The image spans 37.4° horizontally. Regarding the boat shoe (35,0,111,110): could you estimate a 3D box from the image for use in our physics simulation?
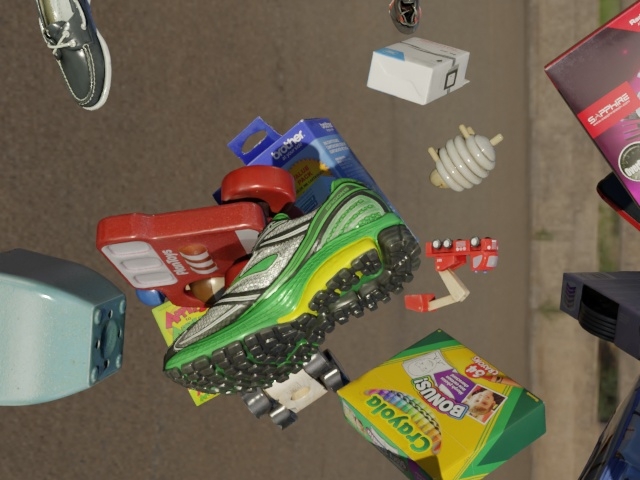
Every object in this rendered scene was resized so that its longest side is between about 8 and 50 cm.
[{"bbox_3d":[-0.460,-0.384,1.705,0.091,0.114,0.303,-7,79,-61],"label":"boat shoe"}]

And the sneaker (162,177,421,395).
[{"bbox_3d":[-0.047,0.063,1.123,0.134,0.343,0.146,41,16,-52],"label":"sneaker"}]

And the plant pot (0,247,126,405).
[{"bbox_3d":[-0.492,0.162,1.698,0.247,0.252,0.248,-29,125,-77],"label":"plant pot"}]

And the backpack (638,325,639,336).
[{"bbox_3d":[0.411,0.236,0.709,0.290,0.273,0.356,26,59,-24],"label":"backpack"}]

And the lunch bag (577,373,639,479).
[{"bbox_3d":[0.377,0.283,1.139,0.303,0.115,0.243,-46,160,-35],"label":"lunch bag"}]

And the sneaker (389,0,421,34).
[{"bbox_3d":[0.157,-0.420,1.756,0.158,0.061,0.065,71,17,-67],"label":"sneaker"}]

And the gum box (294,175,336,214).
[{"bbox_3d":[0.000,0.000,1.746,0.041,0.157,0.184,2,56,-44],"label":"gum box"}]

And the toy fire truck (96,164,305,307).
[{"bbox_3d":[-0.146,0.028,1.297,0.302,0.253,0.170,73,12,-67],"label":"toy fire truck"}]

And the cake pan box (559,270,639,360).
[{"bbox_3d":[0.511,0.104,1.367,0.246,0.266,0.070,-140,-129,-73],"label":"cake pan box"}]

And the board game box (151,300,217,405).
[{"bbox_3d":[-0.185,0.157,1.450,0.181,0.092,0.043,55,-12,42],"label":"board game box"}]

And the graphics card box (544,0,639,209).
[{"bbox_3d":[0.514,-0.161,1.332,0.371,0.232,0.094,57,18,4],"label":"graphics card box"}]

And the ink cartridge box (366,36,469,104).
[{"bbox_3d":[0.163,-0.274,1.492,0.180,0.104,0.060,-33,138,-52],"label":"ink cartridge box"}]

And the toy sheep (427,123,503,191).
[{"bbox_3d":[0.221,-0.124,1.440,0.091,0.132,0.091,37,31,-27],"label":"toy sheep"}]

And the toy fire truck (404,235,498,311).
[{"bbox_3d":[0.242,0.064,1.743,0.047,0.192,0.135,2,86,-46],"label":"toy fire truck"}]

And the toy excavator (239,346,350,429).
[{"bbox_3d":[-0.172,0.203,2.356,0.445,0.222,0.433,55,2,30],"label":"toy excavator"}]

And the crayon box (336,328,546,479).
[{"bbox_3d":[0.269,0.386,2.139,0.313,0.363,0.106,-27,126,-23],"label":"crayon box"}]

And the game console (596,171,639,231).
[{"bbox_3d":[0.811,-0.102,1.940,0.386,0.342,0.060,-36,160,-22],"label":"game console"}]

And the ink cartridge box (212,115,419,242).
[{"bbox_3d":[-0.030,-0.070,1.949,0.396,0.270,0.151,55,22,7],"label":"ink cartridge box"}]
